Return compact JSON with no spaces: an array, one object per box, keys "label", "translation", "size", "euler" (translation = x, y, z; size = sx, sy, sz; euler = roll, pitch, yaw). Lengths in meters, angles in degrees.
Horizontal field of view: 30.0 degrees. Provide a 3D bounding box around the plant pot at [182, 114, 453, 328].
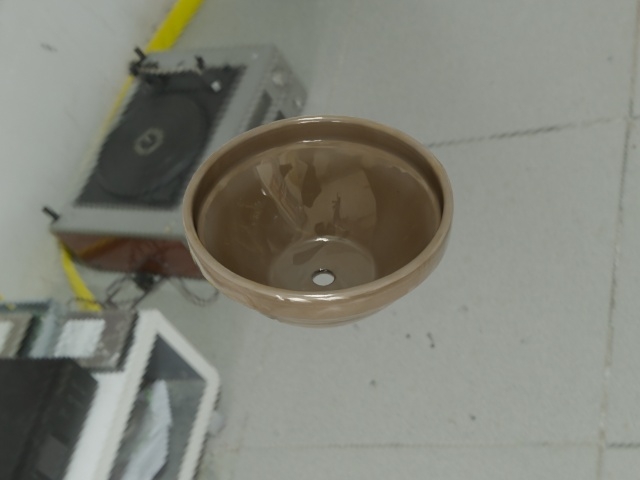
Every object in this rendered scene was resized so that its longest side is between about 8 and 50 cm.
[{"label":"plant pot","translation":[0.000,0.000,1.075],"size":[0.238,0.109,0.237],"euler":[-2,46,2]}]
